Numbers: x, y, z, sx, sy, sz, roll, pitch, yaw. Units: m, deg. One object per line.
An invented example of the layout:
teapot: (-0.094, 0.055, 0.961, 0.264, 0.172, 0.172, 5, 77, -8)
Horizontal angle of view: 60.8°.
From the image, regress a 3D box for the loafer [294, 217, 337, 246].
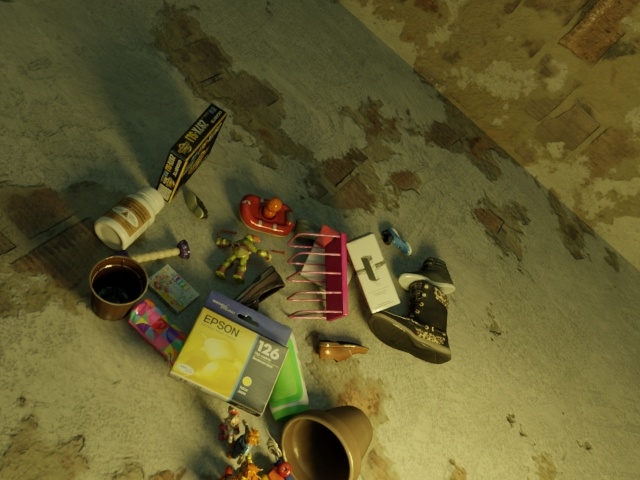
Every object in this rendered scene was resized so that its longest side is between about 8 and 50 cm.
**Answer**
loafer: (0.000, 0.000, 2.200, 0.251, 0.094, 0.087, 27, 80, -9)

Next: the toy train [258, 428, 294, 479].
toy train: (-0.157, 0.703, 1.606, 0.143, 0.105, 0.248, -27, 73, -25)

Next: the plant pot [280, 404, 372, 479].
plant pot: (0.044, 0.626, 1.695, 0.263, 0.263, 0.229, 55, 31, 14)

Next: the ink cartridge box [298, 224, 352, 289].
ink cartridge box: (0.046, 0.076, 2.122, 0.189, 0.066, 0.232, 29, 79, -9)

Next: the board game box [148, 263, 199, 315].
board game box: (-0.498, 0.165, 1.830, 0.154, 0.026, 0.103, 42, 48, 3)

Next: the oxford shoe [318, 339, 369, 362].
oxford shoe: (0.082, 0.404, 1.976, 0.212, 0.076, 0.076, 8, 85, -28)

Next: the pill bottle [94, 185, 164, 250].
pill bottle: (-0.641, -0.082, 1.853, 0.131, 0.131, 0.229, 36, 48, -2)

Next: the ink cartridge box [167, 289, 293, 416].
ink cartridge box: (-0.259, 0.335, 1.673, 0.303, 0.072, 0.307, 27, 60, -9)

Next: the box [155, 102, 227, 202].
box: (-0.482, -0.328, 2.033, 0.079, 0.257, 0.322, 31, 48, -6)

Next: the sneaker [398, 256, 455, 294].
sneaker: (0.439, 0.141, 2.331, 0.295, 0.104, 0.147, 12, 51, -30)

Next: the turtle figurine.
turtle figurine: (-0.274, 0.052, 1.972, 0.269, 0.087, 0.217, 20, 54, 2)

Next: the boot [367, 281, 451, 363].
boot: (0.364, 0.293, 2.152, 0.377, 0.138, 0.284, 27, 50, -15)

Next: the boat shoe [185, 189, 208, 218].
boat shoe: (-0.466, -0.133, 2.050, 0.133, 0.049, 0.042, 54, 22, 22)

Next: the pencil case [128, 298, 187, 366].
pencil case: (-0.494, 0.291, 1.699, 0.236, 0.104, 0.104, 44, 48, 6)

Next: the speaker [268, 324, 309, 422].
speaker: (-0.123, 0.433, 1.788, 0.131, 0.131, 0.296, 2, 58, -28)

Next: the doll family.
doll family: (-0.228, 0.615, 1.574, 0.118, 0.163, 0.263, 14, 52, -21)

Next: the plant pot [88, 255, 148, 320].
plant pot: (-0.628, 0.159, 1.669, 0.167, 0.165, 0.167, 15, 51, -20)

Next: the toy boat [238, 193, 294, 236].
toy boat: (-0.199, -0.116, 2.113, 0.231, 0.151, 0.151, 14, 52, -21)

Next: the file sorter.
file sorter: (-0.020, 0.132, 1.954, 0.182, 0.202, 0.291, 3, 75, -17)

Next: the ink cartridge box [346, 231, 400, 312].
ink cartridge box: (0.183, 0.114, 2.024, 0.114, 0.197, 0.273, -20, 90, -1)

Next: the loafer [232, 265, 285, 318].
loafer: (-0.229, 0.201, 1.909, 0.095, 0.109, 0.302, 45, 45, 0)

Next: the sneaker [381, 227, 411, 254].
sneaker: (0.326, 0.011, 2.379, 0.084, 0.058, 0.152, -18, 64, -43)

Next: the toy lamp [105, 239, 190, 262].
toy lamp: (-0.578, 0.054, 1.829, 0.274, 0.080, 0.080, -15, 67, -36)
